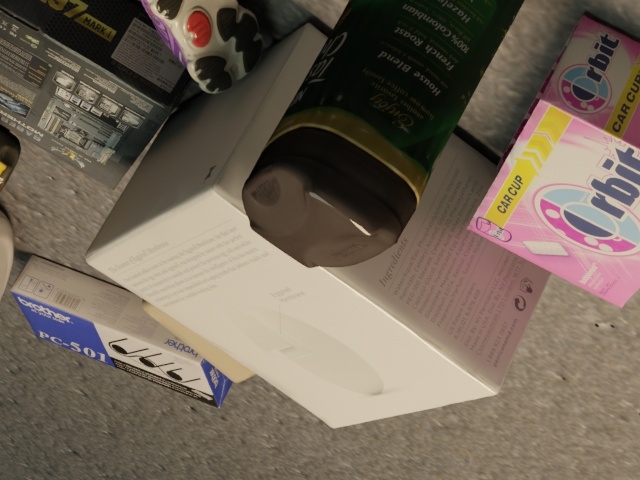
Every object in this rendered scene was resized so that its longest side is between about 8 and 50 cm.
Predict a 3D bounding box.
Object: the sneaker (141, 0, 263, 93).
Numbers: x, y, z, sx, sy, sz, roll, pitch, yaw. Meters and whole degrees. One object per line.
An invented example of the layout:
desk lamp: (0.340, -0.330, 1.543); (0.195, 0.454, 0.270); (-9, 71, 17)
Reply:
sneaker: (-0.091, -0.155, 1.011); (0.071, 0.068, 0.170); (35, 157, 32)

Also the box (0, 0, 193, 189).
box: (-0.210, -0.138, 1.173); (0.232, 0.059, 0.183); (31, 156, -8)

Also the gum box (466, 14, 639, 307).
gum box: (0.160, -0.037, 0.974); (0.107, 0.062, 0.188); (27, 156, 3)

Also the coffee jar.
coffee jar: (0.032, -0.075, 0.884); (0.079, 0.184, 0.096); (34, 155, -13)

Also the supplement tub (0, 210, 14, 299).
supplement tub: (-0.435, 0.008, 1.546); (0.272, 0.191, 0.191); (24, 156, 8)

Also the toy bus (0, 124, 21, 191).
toy bus: (-0.344, -0.030, 1.289); (0.149, 0.211, 0.220); (32, 180, -20)

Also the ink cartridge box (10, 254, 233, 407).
ink cartridge box: (-0.185, 0.086, 1.617); (0.207, 0.046, 0.097); (20, 154, 19)

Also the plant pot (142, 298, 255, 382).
plant pot: (-0.050, 0.029, 1.294); (0.096, 0.109, 0.109); (-17, 131, 44)

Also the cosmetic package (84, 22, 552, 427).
cosmetic package: (0.000, 0.000, 1.128); (0.224, 0.138, 0.224); (35, 155, -18)
